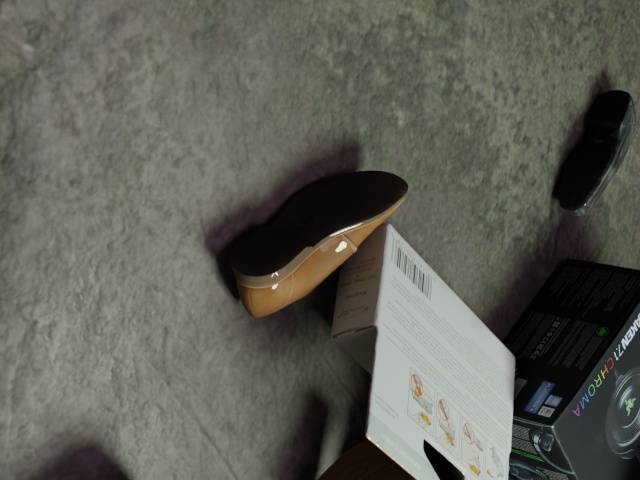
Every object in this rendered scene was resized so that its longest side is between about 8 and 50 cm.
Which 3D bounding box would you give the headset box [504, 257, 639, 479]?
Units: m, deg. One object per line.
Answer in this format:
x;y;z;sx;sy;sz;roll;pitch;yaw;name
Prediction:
0.328;0.210;1.500;0.246;0.131;0.283;-48;127;-27;headset box

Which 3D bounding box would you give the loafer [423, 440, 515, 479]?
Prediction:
0.144;0.288;1.377;0.095;0.109;0.302;-41;133;17;loafer

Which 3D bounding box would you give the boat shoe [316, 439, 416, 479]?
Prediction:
0.019;0.356;1.245;0.110;0.122;0.341;23;93;-54;boat shoe

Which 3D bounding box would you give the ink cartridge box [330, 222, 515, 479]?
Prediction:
0.106;0.154;1.261;0.275;0.060;0.238;45;42;-39;ink cartridge box

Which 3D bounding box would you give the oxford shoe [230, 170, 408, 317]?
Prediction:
0.000;0.000;1.203;0.212;0.076;0.076;-33;139;-29;oxford shoe

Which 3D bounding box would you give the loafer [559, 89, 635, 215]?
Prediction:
0.338;-0.096;1.510;0.061;0.062;0.170;47;66;-43;loafer
